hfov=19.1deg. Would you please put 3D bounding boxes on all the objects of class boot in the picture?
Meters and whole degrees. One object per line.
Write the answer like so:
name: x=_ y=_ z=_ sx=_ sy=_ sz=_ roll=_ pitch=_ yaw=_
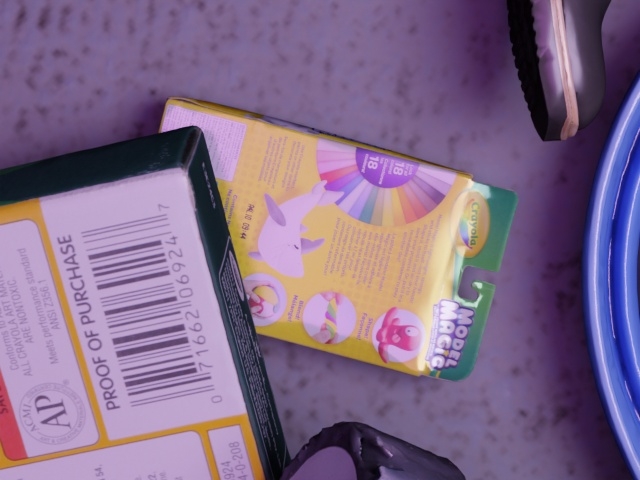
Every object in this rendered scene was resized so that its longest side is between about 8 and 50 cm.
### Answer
boot: x=0.157 y=-0.146 z=0.893 sx=0.137 sy=0.077 sz=0.198 roll=-1 pitch=76 yaw=-3

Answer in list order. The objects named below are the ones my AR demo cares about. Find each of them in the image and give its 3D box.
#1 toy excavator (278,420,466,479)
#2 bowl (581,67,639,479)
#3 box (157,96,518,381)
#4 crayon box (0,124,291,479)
toy excavator: x=0.110 y=0.249 z=0.693 sx=0.222 sy=0.445 sz=0.433 roll=28 pitch=112 yaw=-24
bowl: x=0.319 y=0.018 z=0.914 sx=0.391 sy=0.077 sz=0.391 roll=0 pitch=93 yaw=2
box: x=0.000 y=0.000 z=0.940 sx=0.179 sy=0.043 sz=0.105 roll=15 pitch=93 yaw=4
crayon box: x=-0.189 y=0.083 z=0.902 sx=0.323 sy=0.083 sz=0.203 roll=-12 pitch=107 yaw=6
